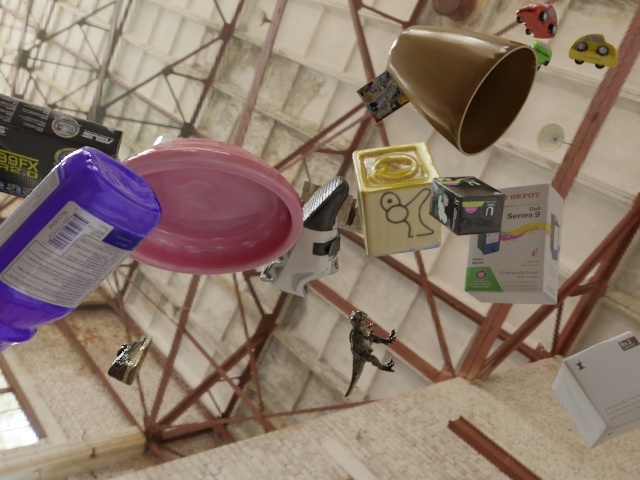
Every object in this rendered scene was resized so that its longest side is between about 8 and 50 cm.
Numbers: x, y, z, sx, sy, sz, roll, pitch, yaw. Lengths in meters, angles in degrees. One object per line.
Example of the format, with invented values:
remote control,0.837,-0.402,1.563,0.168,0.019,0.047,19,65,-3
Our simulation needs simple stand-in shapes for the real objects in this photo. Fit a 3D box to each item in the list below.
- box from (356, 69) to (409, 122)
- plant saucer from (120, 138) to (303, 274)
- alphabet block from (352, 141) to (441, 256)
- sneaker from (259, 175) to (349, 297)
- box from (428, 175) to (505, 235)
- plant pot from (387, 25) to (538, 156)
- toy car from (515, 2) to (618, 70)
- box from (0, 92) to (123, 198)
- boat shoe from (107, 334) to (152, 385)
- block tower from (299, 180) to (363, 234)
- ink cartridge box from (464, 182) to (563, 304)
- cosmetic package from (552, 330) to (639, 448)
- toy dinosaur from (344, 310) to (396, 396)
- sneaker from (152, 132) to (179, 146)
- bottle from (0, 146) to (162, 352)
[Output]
box,0.167,-0.358,1.444,0.137,0.027,0.094,-29,-79,27
plant saucer,-0.194,-0.055,0.983,0.332,0.332,0.084,-32,-132,39
alphabet block,0.187,-0.101,1.472,0.193,0.192,0.197,-99,-179,-51
sneaker,0.000,0.000,1.376,0.146,0.122,0.330,30,-56,-8
box,0.184,-0.046,0.761,0.083,0.062,0.052,-125,-147,-62
plant pot,0.268,-0.340,1.243,0.254,0.237,0.237,41,-63,29
toy car,0.491,-0.424,1.295,0.053,0.239,0.225,-66,-170,-4
box,-0.497,-0.147,1.044,0.216,0.270,0.060,133,-33,-53
boat shoe,-0.335,0.202,1.066,0.152,0.049,0.056,-112,-136,-77
block tower,0.097,-0.081,1.805,0.097,0.335,0.091,131,-26,-77
ink cartridge box,0.372,0.008,1.157,0.154,0.093,0.212,-2,-112,38
cosmetic package,0.590,0.308,1.227,0.151,0.184,0.151,-24,-123,-1
toy dinosaur,0.120,0.267,1.449,0.064,0.118,0.268,-93,-176,-62
sneaker,-0.275,-0.160,1.157,0.094,0.080,0.212,-52,-148,27
bottle,-0.304,0.029,0.655,0.283,0.118,0.092,-43,-131,10
